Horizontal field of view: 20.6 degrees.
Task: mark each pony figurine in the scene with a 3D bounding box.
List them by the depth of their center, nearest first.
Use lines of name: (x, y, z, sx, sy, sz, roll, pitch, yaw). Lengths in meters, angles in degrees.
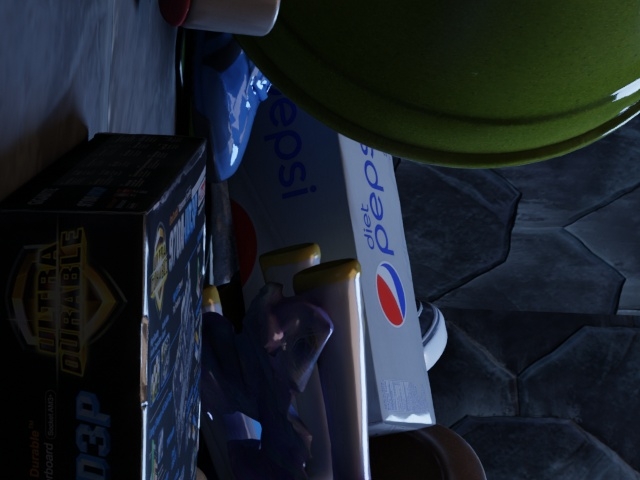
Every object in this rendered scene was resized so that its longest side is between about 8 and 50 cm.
pony figurine: (0.006, 0.195, 1.033, 0.351, 0.303, 0.363, -163, -120, -82)

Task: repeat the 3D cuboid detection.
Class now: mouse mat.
mouse mat: (-0.088, -0.105, 1.227, 0.189, 0.007, 0.152, 93, 0, -46)

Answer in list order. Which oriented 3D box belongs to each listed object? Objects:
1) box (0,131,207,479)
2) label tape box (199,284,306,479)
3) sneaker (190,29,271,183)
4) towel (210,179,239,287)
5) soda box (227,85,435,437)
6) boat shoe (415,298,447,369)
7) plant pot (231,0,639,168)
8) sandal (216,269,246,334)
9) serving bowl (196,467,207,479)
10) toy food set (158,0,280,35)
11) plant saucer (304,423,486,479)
box: (-0.076, 0.058, 0.654, 0.220, 0.051, 0.175, -84, 176, -80)
label tape box: (-0.026, 0.211, 1.455, 0.347, 0.115, 0.249, 51, 17, -19)
sneaker: (-0.044, -0.140, 1.179, 0.069, 0.082, 0.209, 97, -3, -74)
towel: (-0.062, -0.113, 1.433, 0.187, 0.049, 0.282, -88, 178, -64)
soda box: (0.000, 0.000, 1.260, 0.091, 0.098, 0.286, 14, 65, -62)
boat shoe: (0.011, 0.099, 1.682, 0.301, 0.108, 0.102, -24, 113, -41)
plant pot: (0.115, -0.257, 1.007, 0.353, 0.367, 0.366, 122, -29, -78)
sandal: (-0.064, 0.059, 1.290, 0.219, 0.060, 0.090, -61, 131, -64)
serving bowl: (-0.089, 0.194, 1.217, 0.083, 0.027, 0.083, 3, 90, -89)
toy food set: (-0.060, -0.191, 0.874, 0.232, 0.105, 0.111, 117, -32, -46)
plant saucer: (0.037, 0.194, 1.249, 0.029, 0.168, 0.168, 52, 30, -43)
